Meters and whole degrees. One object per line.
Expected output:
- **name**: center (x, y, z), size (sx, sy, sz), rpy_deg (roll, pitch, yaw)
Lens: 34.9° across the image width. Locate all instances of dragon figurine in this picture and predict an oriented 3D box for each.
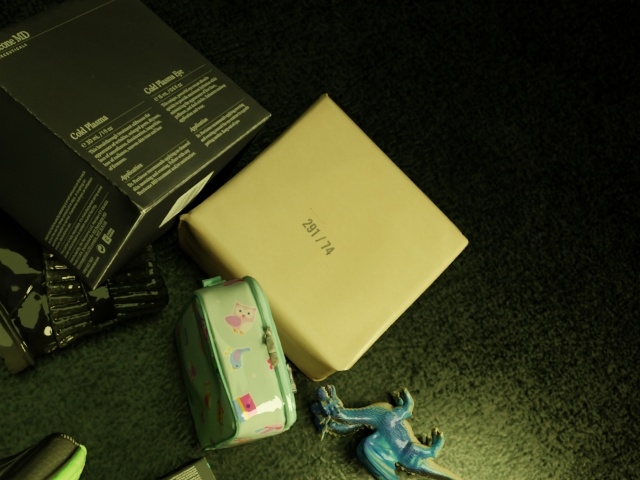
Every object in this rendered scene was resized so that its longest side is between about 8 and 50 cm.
- **dragon figurine**: center (0.107, 0.321, 1.538), size (0.144, 0.085, 0.289), rpy_deg (-36, 83, -17)

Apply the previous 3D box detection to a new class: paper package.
- **paper package**: center (0.000, 0.000, 1.549), size (0.325, 0.168, 0.309), rpy_deg (46, 71, 1)

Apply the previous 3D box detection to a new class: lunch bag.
- **lunch bag**: center (-0.125, 0.170, 1.416), size (0.107, 0.279, 0.224), rpy_deg (-9, 77, -20)

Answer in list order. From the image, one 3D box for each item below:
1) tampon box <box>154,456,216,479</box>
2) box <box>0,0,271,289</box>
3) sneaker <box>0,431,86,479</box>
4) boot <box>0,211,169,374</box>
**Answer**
- **tampon box**: center (-0.178, 0.401, 1.431), size (0.101, 0.120, 0.161), rpy_deg (-26, 84, -19)
- **box**: center (-0.300, -0.161, 1.424), size (0.312, 0.179, 0.343), rpy_deg (42, 39, 2)
- **sneaker**: center (-0.543, 0.345, 1.323), size (0.482, 0.185, 0.202), rpy_deg (-18, 86, -18)
- **boot**: center (-0.398, -0.007, 1.466), size (0.260, 0.131, 0.348), rpy_deg (-28, 95, -12)
